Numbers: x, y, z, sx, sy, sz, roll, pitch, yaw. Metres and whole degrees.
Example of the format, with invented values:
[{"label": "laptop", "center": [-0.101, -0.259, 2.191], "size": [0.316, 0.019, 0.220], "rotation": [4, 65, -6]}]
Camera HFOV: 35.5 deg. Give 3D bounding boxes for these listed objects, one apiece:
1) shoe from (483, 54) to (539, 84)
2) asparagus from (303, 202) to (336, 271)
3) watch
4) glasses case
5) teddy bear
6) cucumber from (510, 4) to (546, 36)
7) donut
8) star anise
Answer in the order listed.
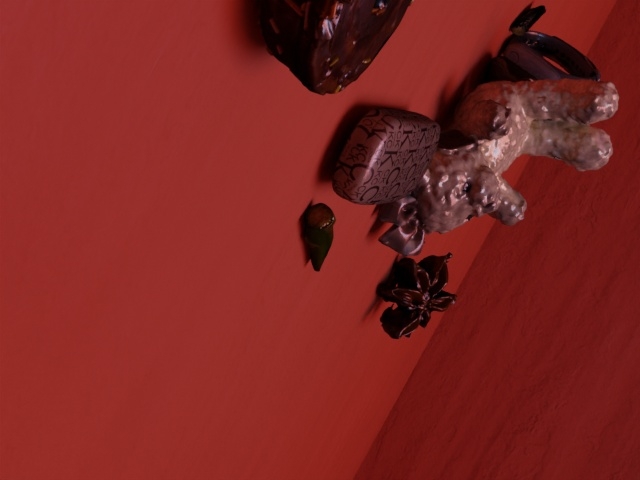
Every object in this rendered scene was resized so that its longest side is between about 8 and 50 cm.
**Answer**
[{"label": "shoe", "center": [0.359, -0.256, 2.070], "size": [0.171, 0.132, 0.336], "rotation": [-50, 167, -5]}, {"label": "asparagus", "center": [0.000, 0.000, 1.472], "size": [0.045, 0.041, 0.178], "rotation": [-47, 163, -16]}, {"label": "watch", "center": [0.487, -0.368, 2.091], "size": [0.193, 0.206, 0.068], "rotation": [-22, 144, -45]}, {"label": "glasses case", "center": [0.105, -0.126, 1.495], "size": [0.137, 0.085, 0.354], "rotation": [-63, 165, 13]}, {"label": "teddy bear", "center": [0.332, -0.118, 1.843], "size": [0.327, 0.375, 0.362], "rotation": [80, 26, -49]}, {"label": "cucumber", "center": [0.430, -0.461, 2.073], "size": [0.135, 0.033, 0.034], "rotation": [-50, 130, -40]}, {"label": "donut", "center": [0.026, -0.257, 0.964], "size": [0.230, 0.096, 0.216], "rotation": [-61, 168, 2]}, {"label": "star anise", "center": [0.206, 0.127, 2.228], "size": [0.220, 0.125, 0.190], "rotation": [-6, 98, -46]}]
